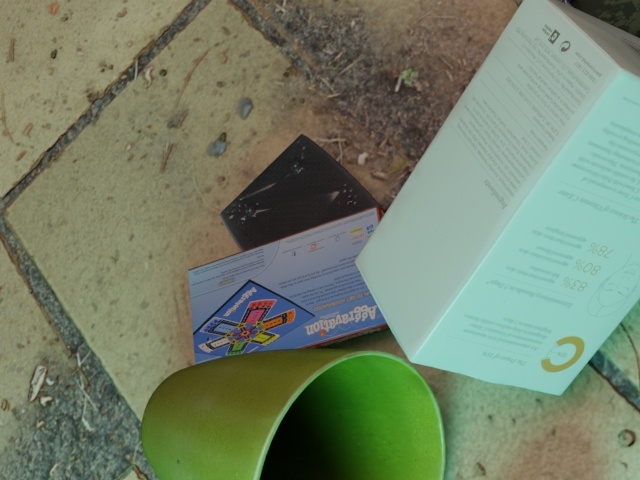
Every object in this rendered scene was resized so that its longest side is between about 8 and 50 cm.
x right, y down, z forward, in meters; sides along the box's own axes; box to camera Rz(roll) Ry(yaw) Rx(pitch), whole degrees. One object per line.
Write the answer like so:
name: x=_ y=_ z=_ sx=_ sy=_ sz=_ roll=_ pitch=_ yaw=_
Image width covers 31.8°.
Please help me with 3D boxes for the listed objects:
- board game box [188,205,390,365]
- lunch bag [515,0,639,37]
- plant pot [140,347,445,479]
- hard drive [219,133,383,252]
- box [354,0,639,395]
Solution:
board game box: x=-0.037 y=0.067 z=1.355 sx=0.281 sy=0.027 sz=0.145 roll=-18 pitch=65 yaw=27
lunch bag: x=0.324 y=-0.381 z=1.318 sx=0.256 sy=0.212 sz=0.305 roll=-28 pitch=60 yaw=23
plant pot: x=-0.062 y=0.235 z=1.242 sx=0.293 sy=0.274 sz=0.275 roll=7 pitch=72 yaw=47
hard drive: x=0.000 y=0.000 z=1.410 sx=0.172 sy=0.054 sz=0.255 roll=-44 pitch=57 yaw=4
box: x=0.227 y=-0.037 z=1.123 sx=0.345 sy=0.215 sz=0.168 roll=-57 pitch=36 yaw=24
